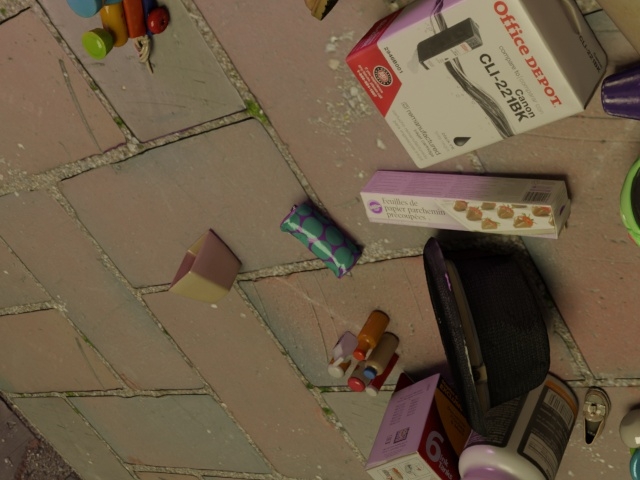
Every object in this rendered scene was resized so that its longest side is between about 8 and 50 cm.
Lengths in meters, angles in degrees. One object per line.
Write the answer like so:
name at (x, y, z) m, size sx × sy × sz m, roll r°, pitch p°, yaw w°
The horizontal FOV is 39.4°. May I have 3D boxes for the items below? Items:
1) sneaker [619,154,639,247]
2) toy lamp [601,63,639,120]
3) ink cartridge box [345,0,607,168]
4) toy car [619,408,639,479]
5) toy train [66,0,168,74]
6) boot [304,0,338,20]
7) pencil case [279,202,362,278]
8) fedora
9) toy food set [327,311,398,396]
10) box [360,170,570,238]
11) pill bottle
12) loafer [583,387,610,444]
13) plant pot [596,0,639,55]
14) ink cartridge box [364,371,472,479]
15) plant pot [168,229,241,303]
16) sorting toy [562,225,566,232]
sneaker at (0.605, -0.008, 1.063) m, size 0.483 × 0.185 × 0.202 m, roll 19°, pitch 142°, yaw 17°
toy lamp at (0.477, -0.183, 1.063) m, size 0.275 × 0.080 × 0.080 m, roll 2°, pitch 130°, yaw 33°
ink cartridge box at (0.202, -0.234, 1.177) m, size 0.273 × 0.114 × 0.197 m, roll -18°, pitch 117°, yaw 44°
toy car at (0.588, 0.359, 1.480) m, size 0.159 × 0.136 × 0.182 m, roll 44°, pitch 140°, yaw -10°
toy train at (-0.322, -0.333, 1.429) m, size 0.105 × 0.143 × 0.248 m, roll 19°, pitch 138°, yaw 20°
boot at (-0.064, -0.451, 1.179) m, size 0.269 × 0.089 × 0.236 m, roll 30°, pitch 130°, yaw 7°
pencil case at (0.000, 0.000, 1.596) m, size 0.152 × 0.064 × 0.070 m, roll 41°, pitch 125°, yaw -6°
fedora at (0.274, 0.141, 1.444) m, size 0.153 × 0.334 × 0.334 m, roll -15°, pitch 127°, yaw 2°
toy food set at (0.077, 0.245, 1.755) m, size 0.111 × 0.104 × 0.232 m, roll 38°, pitch 141°, yaw -3°
box at (0.216, -0.058, 1.370) m, size 0.324 × 0.067 × 0.063 m, roll 6°, pitch 132°, yaw 35°
pill bottle at (0.336, 0.370, 1.558) m, size 0.162 × 0.278 × 0.162 m, roll 20°, pitch 138°, yaw 19°
loafer at (0.485, 0.315, 1.584) m, size 0.045 × 0.039 × 0.125 m, roll 14°, pitch 136°, yaw 26°
plant pot at (0.389, -0.294, 0.860) m, size 0.334 × 0.333 × 0.305 m, roll -11°, pitch 134°, yaw 42°
ink cartridge box at (0.256, 0.417, 1.694) m, size 0.130 × 0.272 × 0.309 m, roll -30°, pitch 110°, yaw 35°
plant pot at (-0.225, 0.064, 1.798) m, size 0.096 × 0.109 × 0.109 m, roll 32°, pitch 143°, yaw -16°
sorting toy at (0.337, -0.049, 1.347) m, size 0.062 × 0.012 × 0.083 m, roll 9°, pitch 136°, yaw 31°
